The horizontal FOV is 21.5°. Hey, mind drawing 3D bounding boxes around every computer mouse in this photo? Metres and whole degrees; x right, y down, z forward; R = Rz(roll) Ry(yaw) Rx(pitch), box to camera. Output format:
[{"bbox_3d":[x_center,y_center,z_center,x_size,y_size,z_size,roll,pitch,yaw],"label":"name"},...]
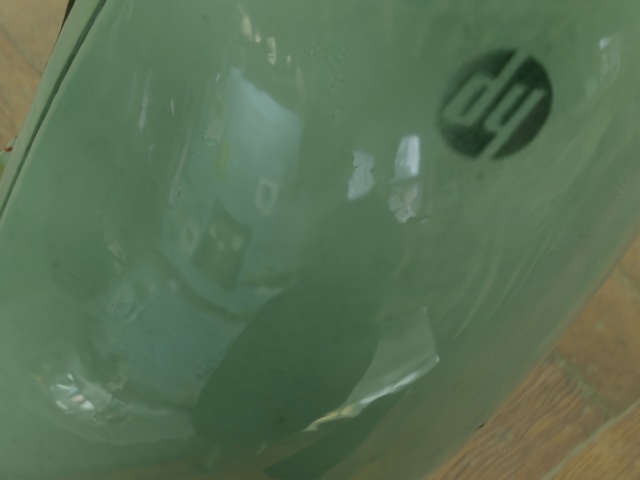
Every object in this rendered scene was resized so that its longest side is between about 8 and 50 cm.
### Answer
[{"bbox_3d":[0.002,0.004,0.422,0.159,0.288,0.097,10,37,-23],"label":"computer mouse"}]

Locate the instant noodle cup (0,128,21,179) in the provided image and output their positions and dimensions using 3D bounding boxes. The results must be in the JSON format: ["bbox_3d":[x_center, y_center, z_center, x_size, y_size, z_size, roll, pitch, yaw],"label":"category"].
[{"bbox_3d":[-0.119,0.035,0.833,0.207,0.207,0.232,39,63,10],"label":"instant noodle cup"}]
